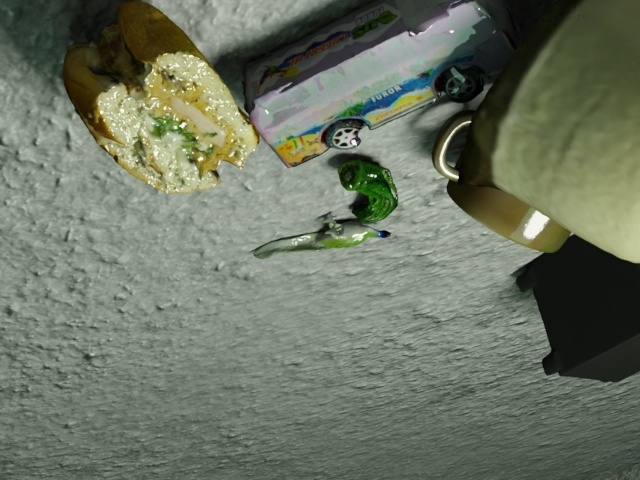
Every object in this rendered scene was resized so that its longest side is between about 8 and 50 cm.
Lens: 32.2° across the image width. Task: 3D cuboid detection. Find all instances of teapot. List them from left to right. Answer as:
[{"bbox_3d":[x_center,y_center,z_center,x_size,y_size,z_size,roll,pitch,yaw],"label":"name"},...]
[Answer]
[{"bbox_3d":[0.276,-0.105,1.502,0.267,0.185,0.175,19,108,-23],"label":"teapot"}]

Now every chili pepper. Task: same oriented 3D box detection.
[{"bbox_3d":[0.072,-0.071,1.593,0.073,0.050,0.182,-22,156,1],"label":"chili pepper"}]

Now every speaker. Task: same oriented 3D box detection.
[{"bbox_3d":[0.516,0.110,1.955,0.184,0.232,0.254,11,144,-38],"label":"speaker"}]

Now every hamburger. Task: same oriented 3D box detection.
[{"bbox_3d":[-0.183,-0.150,1.195,0.144,0.156,0.283,-44,156,-3],"label":"hamburger"}]

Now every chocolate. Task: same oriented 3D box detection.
[{"bbox_3d":[0.360,-0.119,1.251,0.314,0.297,0.326,-39,162,-20],"label":"chocolate"}]

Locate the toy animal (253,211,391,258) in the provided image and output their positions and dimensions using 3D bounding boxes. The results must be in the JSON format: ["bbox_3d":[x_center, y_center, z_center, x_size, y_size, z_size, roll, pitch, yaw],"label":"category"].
[{"bbox_3d":[0.000,-0.007,1.697,0.217,0.041,0.075,-9,155,1],"label":"toy animal"}]

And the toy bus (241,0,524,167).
[{"bbox_3d":[0.067,-0.203,1.274,0.317,0.112,0.138,-25,141,20],"label":"toy bus"}]
